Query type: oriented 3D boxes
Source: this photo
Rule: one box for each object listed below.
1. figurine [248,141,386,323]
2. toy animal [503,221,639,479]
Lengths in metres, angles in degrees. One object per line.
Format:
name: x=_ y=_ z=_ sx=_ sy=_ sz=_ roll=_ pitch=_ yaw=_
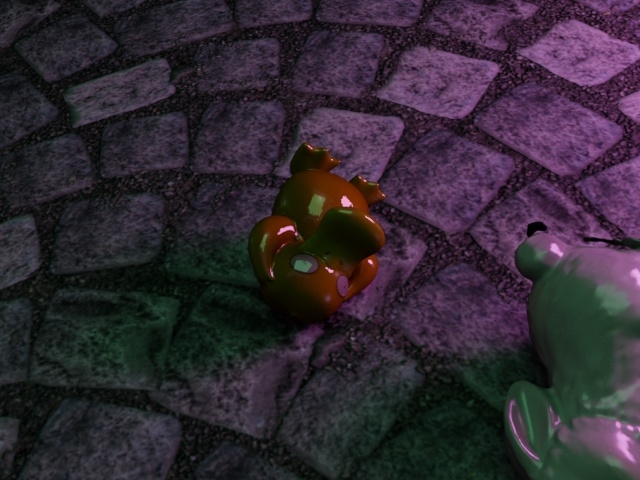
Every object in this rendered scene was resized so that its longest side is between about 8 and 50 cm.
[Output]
figurine: x=-0.003 y=-0.002 z=1.217 sx=0.215 sy=0.215 sz=0.228 roll=-10 pitch=34 yaw=-1
toy animal: x=0.323 y=0.173 z=1.010 sx=0.258 sy=0.194 sz=0.357 roll=18 pitch=61 yaw=9
